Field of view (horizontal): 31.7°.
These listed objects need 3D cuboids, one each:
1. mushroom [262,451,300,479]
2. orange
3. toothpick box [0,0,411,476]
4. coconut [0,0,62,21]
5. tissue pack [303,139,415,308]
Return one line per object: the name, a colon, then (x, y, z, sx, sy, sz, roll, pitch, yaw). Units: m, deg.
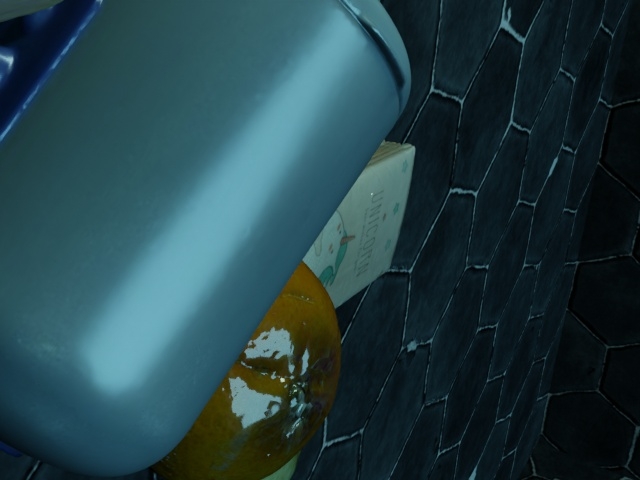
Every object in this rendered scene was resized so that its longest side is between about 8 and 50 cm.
mushroom: (-0.119, 0.288, 1.160, 0.333, 0.087, 0.107, -43, 146, -45)
orange: (-0.079, 0.103, 0.971, 0.224, 0.170, 0.224, -31, 131, -44)
toothpick box: (-0.134, -0.025, 0.665, 0.354, 0.263, 0.263, -58, 155, -14)
coconut: (-0.168, -0.188, 0.451, 0.236, 0.237, 0.197, -58, 177, -29)
tissue pack: (0.000, 0.000, 1.212, 0.325, 0.071, 0.170, -31, 134, -58)
